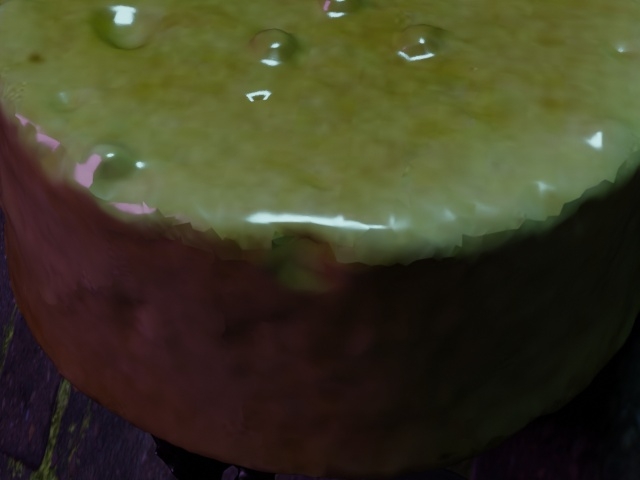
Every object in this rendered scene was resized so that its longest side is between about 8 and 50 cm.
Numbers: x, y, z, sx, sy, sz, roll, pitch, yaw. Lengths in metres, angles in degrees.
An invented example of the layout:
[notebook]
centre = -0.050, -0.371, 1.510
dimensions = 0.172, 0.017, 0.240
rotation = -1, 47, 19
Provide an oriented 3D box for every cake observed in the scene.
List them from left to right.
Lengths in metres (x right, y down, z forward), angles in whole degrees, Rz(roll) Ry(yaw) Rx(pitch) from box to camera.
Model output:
[cake]
centre = 0.006, 0.005, 0.736
dimensions = 0.332, 0.332, 0.321
rotation = -101, 7, -45

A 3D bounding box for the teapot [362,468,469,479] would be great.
[teapot]
centre = 0.057, 0.200, 0.779
dimensions = 0.111, 0.149, 0.108
rotation = -42, -10, -34
